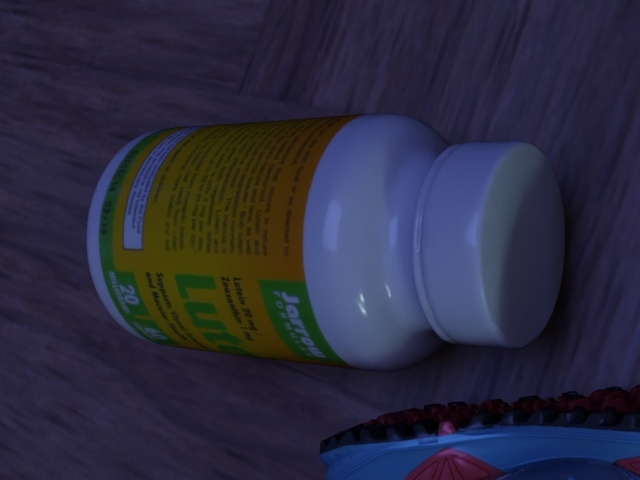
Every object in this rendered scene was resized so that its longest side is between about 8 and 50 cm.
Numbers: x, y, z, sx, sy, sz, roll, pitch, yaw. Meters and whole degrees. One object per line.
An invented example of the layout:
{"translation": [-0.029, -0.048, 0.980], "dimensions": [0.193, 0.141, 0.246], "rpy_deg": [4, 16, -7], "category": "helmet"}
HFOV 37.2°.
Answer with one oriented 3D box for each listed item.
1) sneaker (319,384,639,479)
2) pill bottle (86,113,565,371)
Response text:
{"translation": [0.125, 0.134, 0.440], "dimensions": [0.262, 0.104, 0.125], "rpy_deg": [-12, 87, 37], "category": "sneaker"}
{"translation": [0.000, 0.000, 0.527], "dimensions": [0.246, 0.136, 0.136], "rpy_deg": [1, 77, 36], "category": "pill bottle"}
